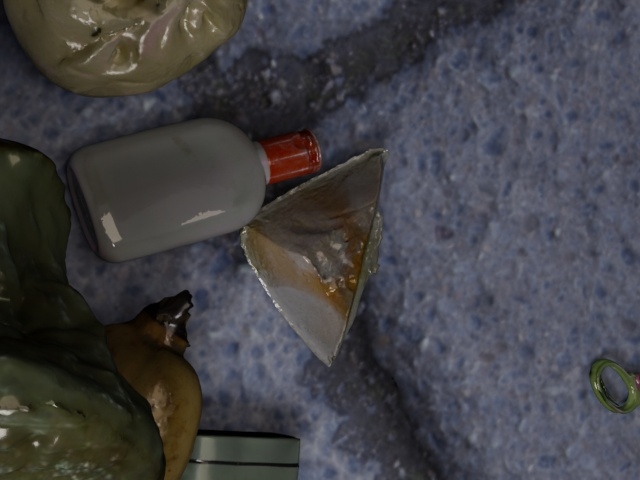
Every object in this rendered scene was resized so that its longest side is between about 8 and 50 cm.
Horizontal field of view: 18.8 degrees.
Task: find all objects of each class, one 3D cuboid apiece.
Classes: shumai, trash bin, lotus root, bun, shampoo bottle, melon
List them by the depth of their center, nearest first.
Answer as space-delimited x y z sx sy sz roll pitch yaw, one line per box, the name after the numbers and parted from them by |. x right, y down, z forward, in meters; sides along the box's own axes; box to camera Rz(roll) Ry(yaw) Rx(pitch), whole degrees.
-0.297 0.089 1.482 0.324 0.397 0.323 13 57 -29 | shumai
-0.161 0.141 1.621 0.125 0.118 0.221 18 90 -6 | lotus root
-0.157 -0.236 1.627 0.209 0.116 0.237 9 88 -23 | bun
-0.105 -0.054 1.680 0.220 0.051 0.108 -16 77 -22 | shampoo bottle
-0.079 0.233 1.689 0.116 0.059 0.130 6 88 -31 | trash bin
-0.004 0.000 1.713 0.139 0.093 0.203 17 76 -9 | melon

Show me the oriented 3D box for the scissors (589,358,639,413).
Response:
0.345 0.174 1.901 0.133 0.020 0.187 -31 101 -25 | scissors
